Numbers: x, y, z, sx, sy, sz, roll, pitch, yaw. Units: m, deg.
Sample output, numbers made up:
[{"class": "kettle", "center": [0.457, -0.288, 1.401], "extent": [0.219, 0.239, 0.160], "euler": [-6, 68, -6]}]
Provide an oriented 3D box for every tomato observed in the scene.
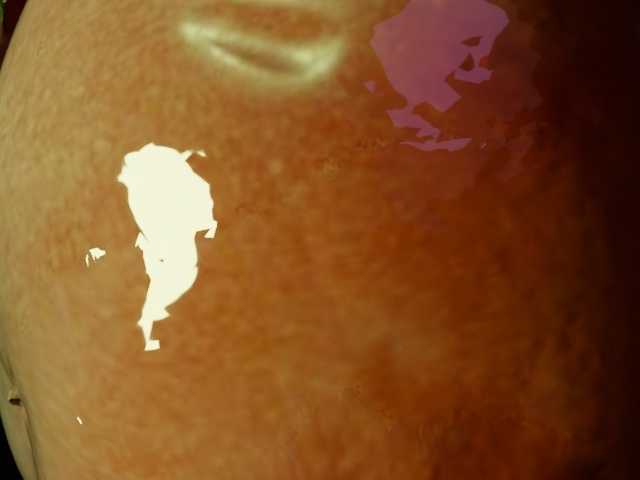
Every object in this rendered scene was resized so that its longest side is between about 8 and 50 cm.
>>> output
[{"class": "tomato", "center": [0.000, 0.000, 0.629], "extent": [0.272, 0.341, 0.341], "euler": [-14, 57, -7]}]

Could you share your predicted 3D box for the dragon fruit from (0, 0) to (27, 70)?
[{"class": "dragon fruit", "center": [-0.207, -0.096, 0.762], "extent": [0.236, 0.137, 0.135], "euler": [-25, 48, -31]}]
